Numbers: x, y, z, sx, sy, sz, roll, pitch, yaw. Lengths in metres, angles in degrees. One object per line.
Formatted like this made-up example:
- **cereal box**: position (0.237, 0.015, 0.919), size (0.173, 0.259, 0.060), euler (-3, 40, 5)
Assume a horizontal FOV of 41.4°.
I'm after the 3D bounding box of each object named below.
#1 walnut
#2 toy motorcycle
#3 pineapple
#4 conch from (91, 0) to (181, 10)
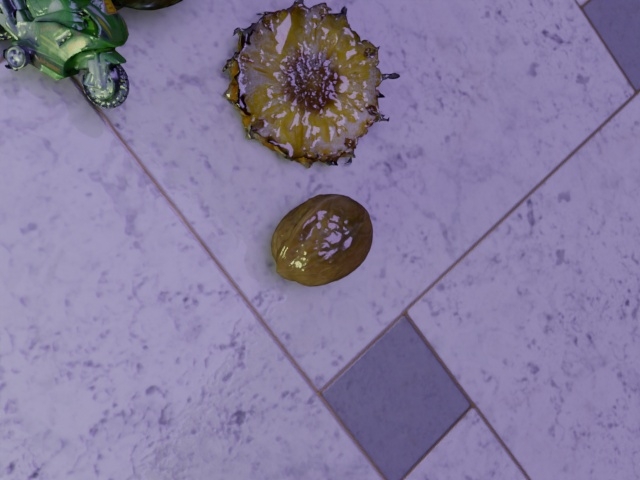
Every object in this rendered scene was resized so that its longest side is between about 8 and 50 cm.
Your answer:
- **walnut**: position (0.000, 0.000, 0.951), size (0.124, 0.105, 0.105), euler (-39, 99, -22)
- **toy motorcycle**: position (-0.263, -0.215, 0.849), size (0.190, 0.074, 0.106), euler (33, 116, 5)
- **pineapple**: position (-0.012, -0.184, 1.002), size (0.221, 0.047, 0.221), euler (1, 87, -23)
- **conch**: position (-0.201, -0.322, 0.899), size (0.181, 0.124, 0.187), euler (-27, 66, -13)
